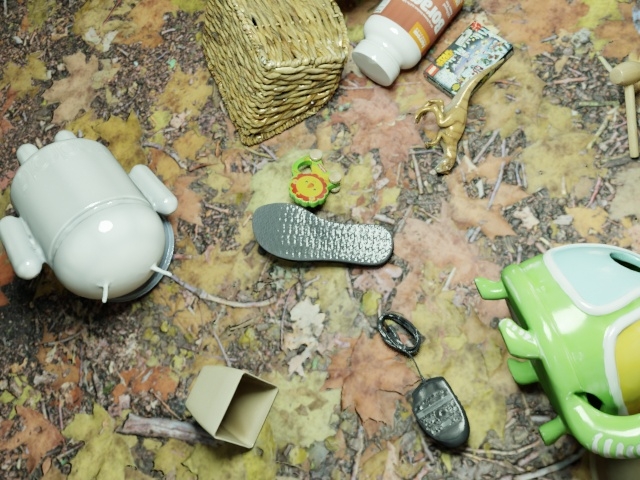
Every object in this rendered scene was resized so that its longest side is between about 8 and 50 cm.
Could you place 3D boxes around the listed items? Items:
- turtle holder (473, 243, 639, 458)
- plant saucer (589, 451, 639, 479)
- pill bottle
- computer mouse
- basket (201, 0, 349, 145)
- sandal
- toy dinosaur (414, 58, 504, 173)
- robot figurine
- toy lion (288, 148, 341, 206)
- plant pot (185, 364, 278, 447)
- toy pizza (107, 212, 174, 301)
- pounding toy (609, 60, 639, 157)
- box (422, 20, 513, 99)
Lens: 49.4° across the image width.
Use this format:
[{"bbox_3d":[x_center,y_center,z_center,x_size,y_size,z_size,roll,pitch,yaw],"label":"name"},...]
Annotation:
[{"bbox_3d":[0.357,0.127,0.903,0.227,0.320,0.243,-22,93,8],"label":"turtle holder"},{"bbox_3d":[0.508,0.305,0.935,0.277,0.041,0.278,-6,69,16],"label":"plant saucer"},{"bbox_3d":[0.156,-0.392,1.262,0.121,0.121,0.216,35,84,25],"label":"pill bottle"},{"bbox_3d":[0.157,0.213,1.087,0.071,0.041,0.242,-31,58,6],"label":"computer mouse"},{"bbox_3d":[-0.085,-0.371,1.347,0.213,0.223,0.299,-14,62,-24],"label":"basket"},{"bbox_3d":[0.000,0.001,1.209,0.254,0.054,0.097,14,82,12],"label":"sandal"},{"bbox_3d":[0.230,-0.220,1.209,0.112,0.064,0.212,20,97,17],"label":"toy dinosaur"},{"bbox_3d":[-0.407,-0.039,1.225,0.299,0.200,0.353,-31,63,-24],"label":"robot figurine"},{"bbox_3d":[-0.018,-0.106,1.239,0.096,0.034,0.100,-27,61,-21],"label":"toy lion"},{"bbox_3d":[-0.152,0.259,1.129,0.096,0.109,0.109,16,76,35],"label":"plant pot"},{"bbox_3d":[-0.365,0.021,1.321,0.201,0.032,0.201,-5,70,15],"label":"toy pizza"},{"bbox_3d":[0.582,-0.189,1.081,0.154,0.155,0.270,-28,71,-26],"label":"pounding toy"},{"bbox_3d":[0.265,-0.320,1.252,0.137,0.027,0.094,-45,63,-2],"label":"box"}]
